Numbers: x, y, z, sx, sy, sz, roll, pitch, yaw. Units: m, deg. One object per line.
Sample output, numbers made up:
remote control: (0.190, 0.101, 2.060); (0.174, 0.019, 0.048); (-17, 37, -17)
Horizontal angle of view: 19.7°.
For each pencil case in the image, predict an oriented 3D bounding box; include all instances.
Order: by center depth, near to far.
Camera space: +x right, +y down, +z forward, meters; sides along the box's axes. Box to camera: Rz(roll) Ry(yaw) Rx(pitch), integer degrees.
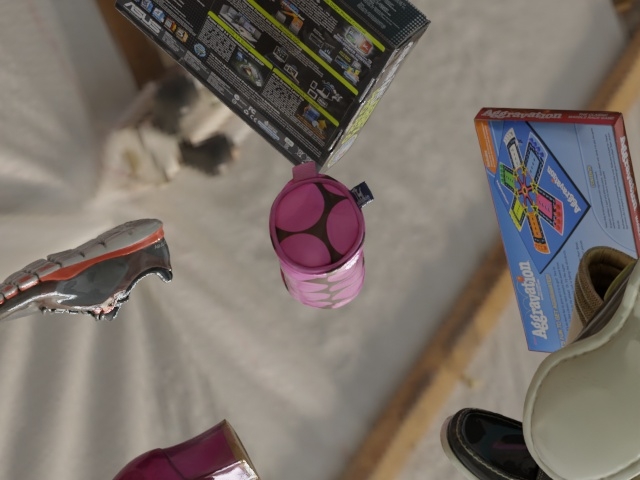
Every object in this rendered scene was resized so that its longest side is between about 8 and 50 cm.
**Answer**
pencil case: (0.000, 0.000, 1.649); (0.209, 0.095, 0.098); (92, 157, -78)

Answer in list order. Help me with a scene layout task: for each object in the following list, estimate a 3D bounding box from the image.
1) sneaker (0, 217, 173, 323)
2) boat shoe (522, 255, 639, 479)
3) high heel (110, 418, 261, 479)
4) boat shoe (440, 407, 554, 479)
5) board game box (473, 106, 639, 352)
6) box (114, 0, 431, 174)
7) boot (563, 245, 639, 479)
sneaker: (-0.183, 0.039, 1.398); (0.061, 0.158, 0.065); (-141, 28, -75)
boat shoe: (0.242, 0.073, 1.316); (0.109, 0.305, 0.091); (42, -132, 14)
high heel: (-0.079, 0.234, 1.278); (0.244, 0.117, 0.082); (61, -178, 40)
boat shoe: (0.216, 0.198, 1.593); (0.233, 0.079, 0.084); (26, -131, -6)
board game box: (0.245, -0.003, 1.791); (0.027, 0.145, 0.281); (-53, -43, -44)
box: (-0.052, -0.213, 1.727); (0.270, 0.216, 0.060); (41, -130, 7)
boot: (0.271, 0.148, 1.449); (0.095, 0.203, 0.262); (-15, -134, -28)
